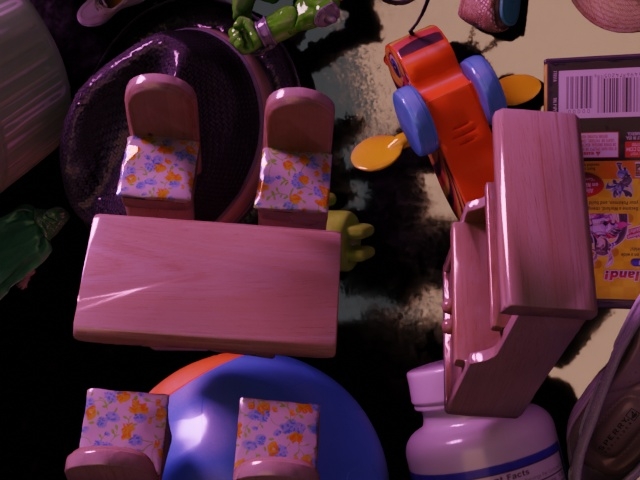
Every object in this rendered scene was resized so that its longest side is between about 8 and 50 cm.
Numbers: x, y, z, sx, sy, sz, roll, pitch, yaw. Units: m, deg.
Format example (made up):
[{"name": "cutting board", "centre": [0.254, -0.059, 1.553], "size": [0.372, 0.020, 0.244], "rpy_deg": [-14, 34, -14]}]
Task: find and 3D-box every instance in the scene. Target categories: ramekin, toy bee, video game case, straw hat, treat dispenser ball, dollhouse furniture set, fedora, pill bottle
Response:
[{"name": "ramekin", "centre": [-0.428, -0.188, 1.160], "size": [0.303, 0.148, 0.303], "rpy_deg": [26, 137, 26]}, {"name": "toy bee", "centre": [0.125, -0.154, 1.024], "size": [0.195, 0.162, 0.298], "rpy_deg": [-4, 105, -8]}, {"name": "video game case", "centre": [0.354, -0.057, 0.978], "size": [0.274, 0.035, 0.248], "rpy_deg": [1, 92, 21]}, {"name": "straw hat", "centre": [0.303, -0.272, 0.974], "size": [0.144, 0.061, 0.145], "rpy_deg": [1, 94, 22]}, {"name": "treat dispenser ball", "centre": [-0.073, 0.257, 1.028], "size": [0.288, 0.288, 0.288], "rpy_deg": [1, 93, 22]}, {"name": "dollhouse furniture set", "centre": [-0.004, 0.025, 0.848], "size": [0.394, 0.256, 0.362], "rpy_deg": [4, 61, -2]}, {"name": "fedora", "centre": [-0.180, -0.114, 1.129], "size": [0.334, 0.152, 0.334], "rpy_deg": [1, 93, 22]}, {"name": "pill bottle", "centre": [0.170, 0.250, 1.003], "size": [0.152, 0.152, 0.272], "rpy_deg": [-16, 86, 22]}]

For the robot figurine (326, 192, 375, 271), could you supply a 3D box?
[{"name": "robot figurine", "centre": [0.000, 0.000, 1.106], "size": [0.115, 0.067, 0.101], "rpy_deg": [1, 101, 22]}]

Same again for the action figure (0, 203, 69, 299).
[{"name": "action figure", "centre": [-0.401, 0.022, 1.272], "size": [0.232, 0.063, 0.137], "rpy_deg": [-31, 79, 24]}]

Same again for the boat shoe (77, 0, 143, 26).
[{"name": "boat shoe", "centre": [-0.255, -0.285, 1.213], "size": [0.100, 0.035, 0.035], "rpy_deg": [-16, 86, 22]}]

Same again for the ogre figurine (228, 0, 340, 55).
[{"name": "ogre figurine", "centre": [-0.028, -0.288, 1.084], "size": [0.118, 0.097, 0.197], "rpy_deg": [4, 50, 17]}]

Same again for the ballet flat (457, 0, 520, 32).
[{"name": "ballet flat", "centre": [0.172, -0.315, 1.024], "size": [0.067, 0.073, 0.206], "rpy_deg": [10, 93, 36]}]

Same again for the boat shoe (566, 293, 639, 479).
[{"name": "boat shoe", "centre": [0.325, 0.108, 0.932], "size": [0.118, 0.103, 0.320], "rpy_deg": [32, 115, 8]}]
